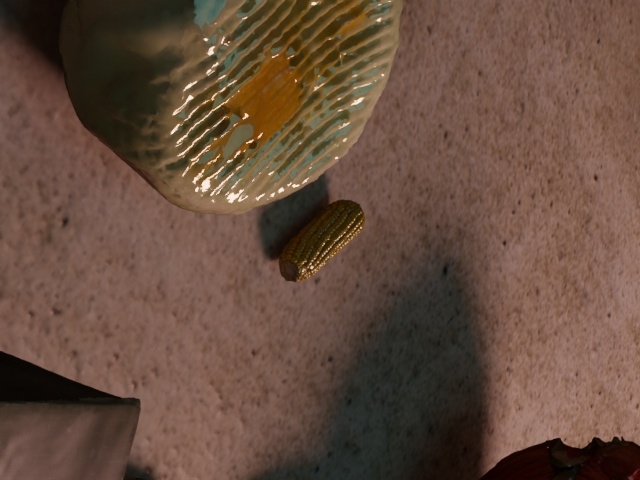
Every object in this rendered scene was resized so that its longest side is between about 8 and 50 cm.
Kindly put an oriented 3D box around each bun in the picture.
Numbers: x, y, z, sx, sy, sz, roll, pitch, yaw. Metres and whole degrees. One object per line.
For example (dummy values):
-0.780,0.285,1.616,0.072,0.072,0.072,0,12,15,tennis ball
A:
-0.058,-0.142,0.865,0.244,0.153,0.243,-36,147,-29,bun

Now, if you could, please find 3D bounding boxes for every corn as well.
0.000,0.000,1.081,0.092,0.037,0.037,-43,133,-38,corn

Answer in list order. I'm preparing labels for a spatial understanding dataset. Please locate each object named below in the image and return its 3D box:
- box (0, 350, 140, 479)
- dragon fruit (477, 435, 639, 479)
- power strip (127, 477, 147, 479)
-0.239,0.137,0.714,0.231,0.149,0.155,10,93,-54,box
0.217,0.355,1.296,0.342,0.277,0.277,-63,142,-24,dragon fruit
-0.181,0.357,0.936,0.092,0.066,0.387,39,70,-49,power strip
